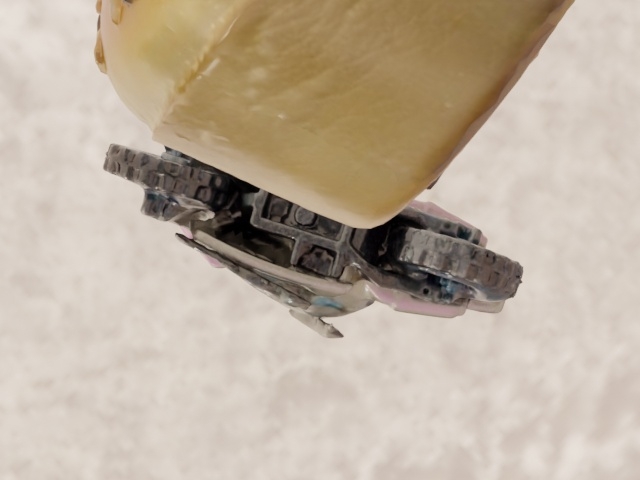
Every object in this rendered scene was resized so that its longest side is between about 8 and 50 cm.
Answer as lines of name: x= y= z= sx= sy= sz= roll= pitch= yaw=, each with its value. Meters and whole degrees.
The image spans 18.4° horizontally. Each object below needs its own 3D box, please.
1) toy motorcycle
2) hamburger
toy motorcycle: x=0.002 y=-0.006 z=1.176 sx=0.108 sy=0.239 sz=0.204 roll=-57 pitch=171 yaw=-4
hamburger: x=0.030 y=-0.147 z=0.767 sx=0.300 sy=0.176 sz=0.300 roll=-52 pitch=-178 yaw=3
